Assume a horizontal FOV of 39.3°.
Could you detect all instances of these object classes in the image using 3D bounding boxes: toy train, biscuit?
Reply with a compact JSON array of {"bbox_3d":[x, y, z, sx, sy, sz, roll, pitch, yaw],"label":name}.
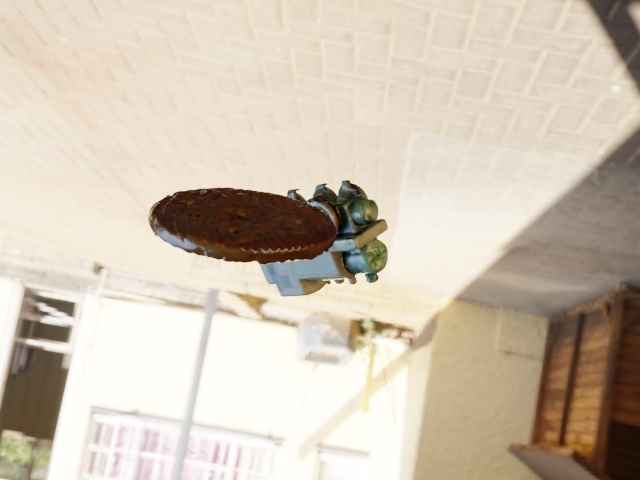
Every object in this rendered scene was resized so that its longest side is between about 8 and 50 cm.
[{"bbox_3d":[0.000,0.000,1.049,0.194,0.125,0.081,-6,-159,48],"label":"toy train"},{"bbox_3d":[-0.076,-0.021,0.892,0.188,0.027,0.188,6,-161,-2],"label":"biscuit"}]
